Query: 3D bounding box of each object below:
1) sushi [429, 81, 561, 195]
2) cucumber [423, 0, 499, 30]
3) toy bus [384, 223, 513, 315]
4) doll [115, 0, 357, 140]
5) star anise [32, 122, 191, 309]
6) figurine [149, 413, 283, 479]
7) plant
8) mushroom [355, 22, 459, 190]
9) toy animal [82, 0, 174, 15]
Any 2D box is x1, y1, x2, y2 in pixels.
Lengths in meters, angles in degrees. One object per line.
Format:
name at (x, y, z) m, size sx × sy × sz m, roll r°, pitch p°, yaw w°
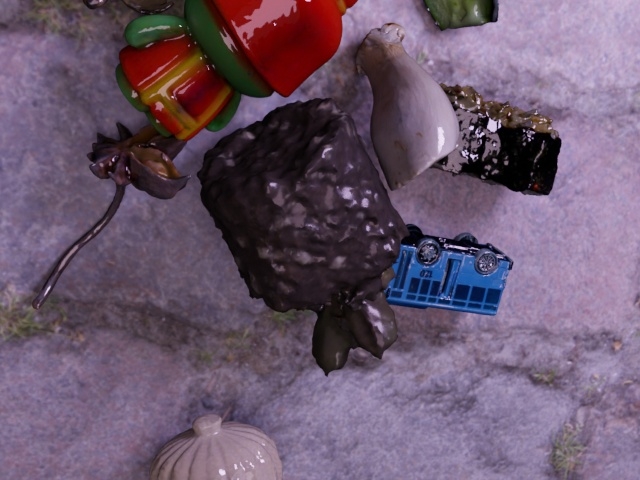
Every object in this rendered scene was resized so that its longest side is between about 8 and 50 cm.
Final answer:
sushi at (0.215, -0.131, 1.150) m, size 0.212 × 0.147 × 0.115 m, roll 17°, pitch 105°, yaw -11°
cucumber at (0.168, -0.362, 1.105) m, size 0.115 × 0.086 × 0.193 m, roll -2°, pitch 116°, yaw 35°
toy bus at (0.156, 0.042, 1.219) m, size 0.184 × 0.090 × 0.106 m, roll 9°, pitch 107°, yaw -15°
doll at (-0.066, -0.258, 1.036) m, size 0.363 × 0.160 × 0.183 m, roll -39°, pitch 129°, yaw 1°
star anise at (-0.251, -0.024, 1.112) m, size 0.218 × 0.148 × 0.227 m, roll -24°, pitch 145°, yaw -38°
figurine at (-0.133, 0.389, 1.242) m, size 0.185 × 0.204 × 0.332 m, roll -14°, pitch 138°, yaw -9°
plant at (0.000, 0.000, 1.105) m, size 0.213 × 0.215 × 0.312 m, roll -30°, pitch 117°, yaw 2°
mushroom at (0.097, -0.168, 1.078) m, size 0.093 × 0.225 × 0.116 m, roll 5°, pitch 152°, yaw -46°
toy animal at (-0.279, -0.333, 1.007) m, size 0.186 × 0.093 × 0.214 m, roll -28°, pitch 102°, yaw -12°
